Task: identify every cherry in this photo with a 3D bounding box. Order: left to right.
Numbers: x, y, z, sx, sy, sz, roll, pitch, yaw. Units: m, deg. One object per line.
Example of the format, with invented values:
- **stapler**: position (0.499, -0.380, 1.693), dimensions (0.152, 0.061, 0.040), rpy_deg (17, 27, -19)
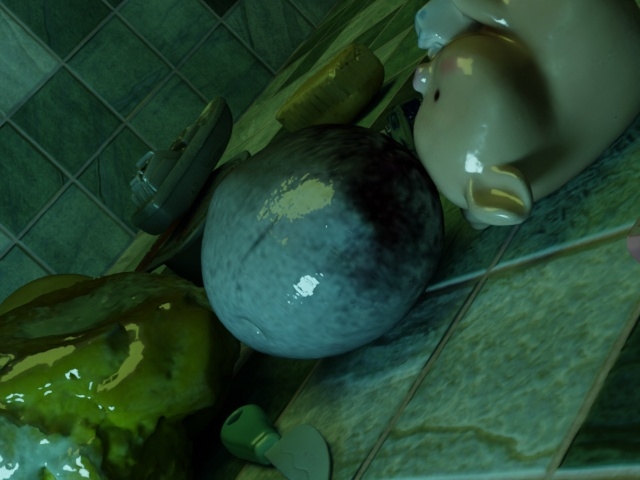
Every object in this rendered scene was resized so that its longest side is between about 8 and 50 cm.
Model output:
- **cherry**: position (0.000, 0.000, 1.149), dimensions (0.255, 0.218, 0.296), rpy_deg (-44, 17, -15)

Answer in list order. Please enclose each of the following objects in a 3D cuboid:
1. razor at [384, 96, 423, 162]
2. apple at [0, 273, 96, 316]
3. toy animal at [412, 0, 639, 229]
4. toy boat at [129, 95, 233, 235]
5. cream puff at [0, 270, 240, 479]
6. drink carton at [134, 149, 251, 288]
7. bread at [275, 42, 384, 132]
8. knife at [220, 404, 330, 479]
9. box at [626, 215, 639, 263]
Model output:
- **razor**: position (0.119, -0.147, 1.587), dimensions (0.093, 0.056, 0.324), rpy_deg (-40, 15, 17)
- **apple**: position (-0.359, 0.182, 1.638), dimensions (0.262, 0.262, 0.262), rpy_deg (-43, 13, 13)
- **toy animal**: position (0.184, -0.155, 1.045), dimensions (0.256, 0.213, 0.195), rpy_deg (-43, -2, 5)
- **toy boat**: position (-0.180, -0.113, 1.494), dimensions (0.078, 0.085, 0.260), rpy_deg (-35, 21, 41)
- **cream puff**: position (-0.263, 0.206, 1.324), dimensions (0.378, 0.275, 0.378), rpy_deg (-15, 14, 4)
- **drink carton**: position (-0.100, 0.020, 1.458), dimensions (0.191, 0.189, 0.185), rpy_deg (-27, 22, 54)
- **bread**: position (0.022, -0.268, 2.132), dimensions (0.236, 0.106, 0.140), rpy_deg (-29, 22, 52)
- **knife**: position (-0.033, 0.199, 1.086), dimensions (0.063, 0.034, 0.260), rpy_deg (-43, 18, -16)
- **box**: position (0.285, -0.042, 0.744), dimensions (0.156, 0.060, 0.111), rpy_deg (-50, 12, -19)
